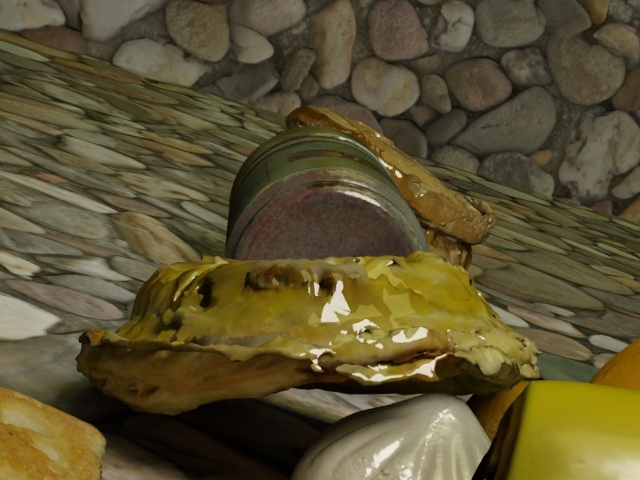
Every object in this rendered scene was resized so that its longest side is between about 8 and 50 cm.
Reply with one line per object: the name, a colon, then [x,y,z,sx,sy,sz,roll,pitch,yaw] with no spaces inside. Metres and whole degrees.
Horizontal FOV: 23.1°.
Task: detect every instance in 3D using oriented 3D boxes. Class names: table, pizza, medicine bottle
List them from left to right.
pizza: [-0.165,0.104,0.693,0.181,0.034,0.262,12,11,-32]
medicine bottle: [0.000,0.000,1.255,0.151,0.151,0.322,17,9,-6]
table: [0.214,0.132,1.227,0.133,0.043,0.133,17,10,-3]

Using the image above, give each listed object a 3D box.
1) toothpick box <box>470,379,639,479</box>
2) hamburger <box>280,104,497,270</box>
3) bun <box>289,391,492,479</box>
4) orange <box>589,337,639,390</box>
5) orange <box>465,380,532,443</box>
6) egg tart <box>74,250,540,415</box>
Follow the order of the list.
toothpick box: [0.183,0.155,0.642,0.271,0.175,0.175,16,9,6]
hamburger: [0.051,-0.035,1.607,0.243,0.146,0.286,27,5,17]
bun: [0.055,0.125,0.820,0.138,0.094,0.138,19,6,-2]
orange: [0.253,0.125,1.055,0.159,0.136,0.159,19,12,-4]
orange: [0.127,0.129,0.960,0.095,0.085,0.085,34,15,23]
egg tart: [-0.008,0.050,0.902,0.279,0.095,0.279,-2,-5,0]
